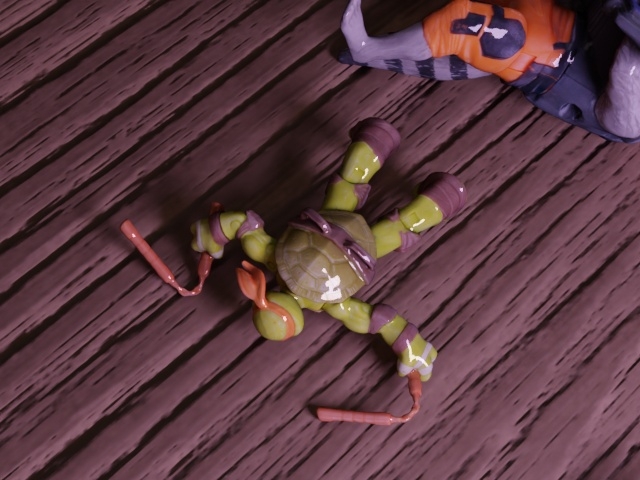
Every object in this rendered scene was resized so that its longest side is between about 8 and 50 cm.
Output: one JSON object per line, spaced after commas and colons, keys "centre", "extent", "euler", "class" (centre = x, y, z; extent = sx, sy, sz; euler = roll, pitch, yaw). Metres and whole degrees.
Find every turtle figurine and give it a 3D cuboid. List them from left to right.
{"centre": [0.000, 0.000, 1.169], "extent": [0.269, 0.087, 0.217], "euler": [31, 58, 15], "class": "turtle figurine"}

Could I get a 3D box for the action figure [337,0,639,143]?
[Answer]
{"centre": [0.199, -0.183, 1.310], "extent": [0.330, 0.179, 0.341], "euler": [21, 29, 1], "class": "action figure"}
